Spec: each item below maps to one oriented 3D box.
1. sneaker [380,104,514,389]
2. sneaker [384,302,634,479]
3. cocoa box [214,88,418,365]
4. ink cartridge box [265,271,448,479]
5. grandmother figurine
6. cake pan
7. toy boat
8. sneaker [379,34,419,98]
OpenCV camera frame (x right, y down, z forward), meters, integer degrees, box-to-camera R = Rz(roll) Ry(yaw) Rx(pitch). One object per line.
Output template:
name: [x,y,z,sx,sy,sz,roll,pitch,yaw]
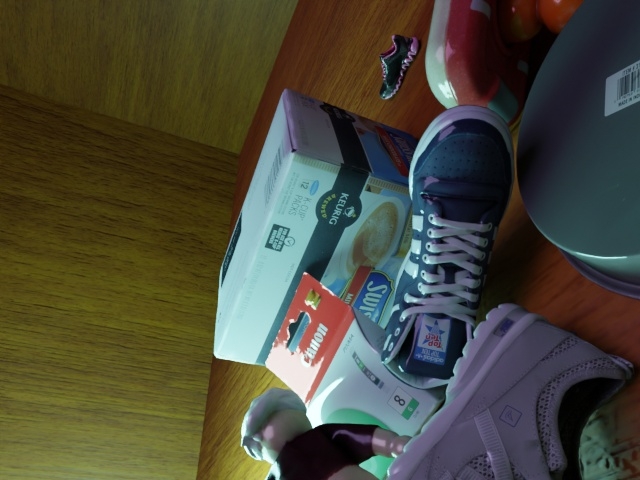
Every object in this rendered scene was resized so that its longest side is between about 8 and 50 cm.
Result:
sneaker: [0.119,0.028,0.487,0.153,0.099,0.282,-72,-11,-46]
sneaker: [0.123,0.176,0.361,0.115,0.105,0.281,14,68,47]
cocoa box: [0.000,0.000,0.772,0.231,0.227,0.347,-102,31,-56]
ink cartridge box: [0.023,0.175,0.636,0.056,0.224,0.181,-25,-35,-54]
grandmother figurine: [0.009,0.270,0.529,0.342,0.207,0.104,33,142,54]
cake pan: [0.251,-0.104,0.377,0.293,0.054,0.293,-165,90,-73]
toy boat: [0.208,-0.233,0.523,0.151,0.151,0.231,3,78,41]
sneaker: [0.126,-0.312,0.916,0.047,0.057,0.119,-100,29,-49]
